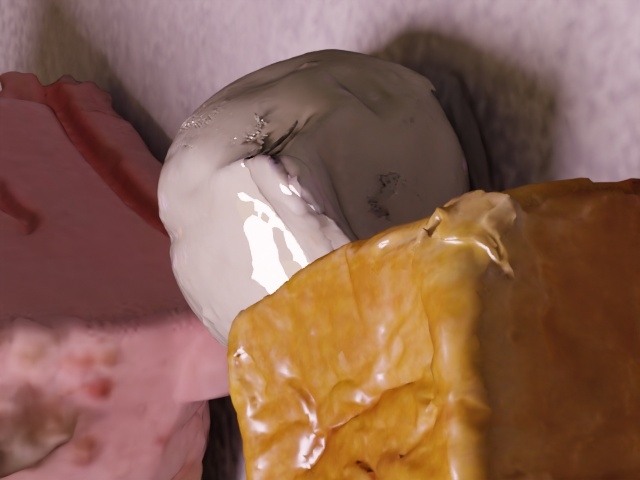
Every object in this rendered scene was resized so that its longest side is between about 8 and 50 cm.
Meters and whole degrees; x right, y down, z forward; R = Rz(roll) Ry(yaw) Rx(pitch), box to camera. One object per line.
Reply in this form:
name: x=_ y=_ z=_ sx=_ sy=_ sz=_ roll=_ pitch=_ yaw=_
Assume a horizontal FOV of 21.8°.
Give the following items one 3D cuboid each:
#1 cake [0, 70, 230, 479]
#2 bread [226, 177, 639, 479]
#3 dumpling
cake: x=-0.232 y=0.090 z=0.833 sx=0.293 sy=0.314 sz=0.307 roll=55 pitch=140 yaw=43
bread: x=0.067 y=0.067 z=0.466 sx=0.149 sy=0.158 sz=0.143 roll=-34 pitch=67 yaw=61
dumpling: x=0.000 y=0.000 z=0.617 sx=0.199 sy=0.118 sz=0.136 roll=-87 pitch=-19 yaw=-83
